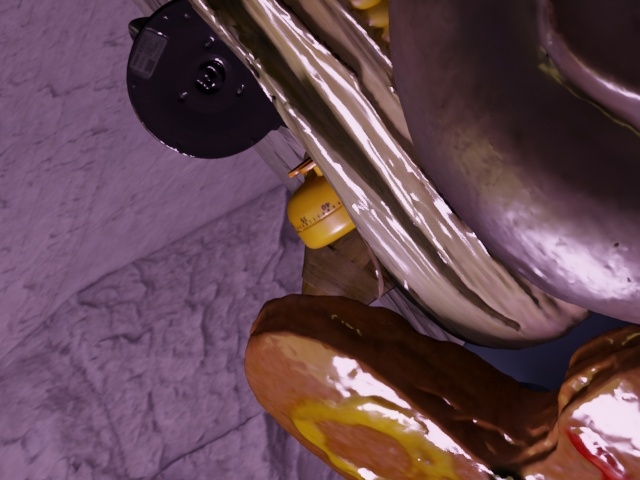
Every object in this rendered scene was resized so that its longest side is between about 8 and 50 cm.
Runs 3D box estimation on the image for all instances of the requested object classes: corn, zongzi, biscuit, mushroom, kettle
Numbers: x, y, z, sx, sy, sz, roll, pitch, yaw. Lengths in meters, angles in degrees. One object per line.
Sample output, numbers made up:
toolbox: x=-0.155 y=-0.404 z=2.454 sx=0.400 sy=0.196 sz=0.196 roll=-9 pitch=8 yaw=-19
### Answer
corn: x=0.032 y=-0.077 z=0.814 sx=0.305 sy=0.123 sz=0.122 roll=54 pitch=169 yaw=-28
zongzi: x=0.000 y=0.000 z=1.713 sx=0.160 sy=0.176 sz=0.078 roll=51 pitch=170 yaw=16
biscuit: x=0.112 y=0.102 z=0.844 sx=0.262 sy=0.052 sz=0.277 roll=39 pitch=149 yaw=-24
mushroom: x=0.094 y=-0.042 z=0.614 sx=0.188 sy=0.117 sz=0.141 roll=45 pitch=-173 yaw=16
kettle: x=-0.085 y=-0.156 z=1.735 sx=0.202 sy=0.144 sz=0.232 roll=20 pitch=-171 yaw=-9

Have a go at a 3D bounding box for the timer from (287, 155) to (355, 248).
timer: x=0.029 y=-0.030 z=1.598 sx=0.109 sy=0.107 sz=0.107 roll=55 pitch=177 yaw=-5

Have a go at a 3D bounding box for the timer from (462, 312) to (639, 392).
timer: x=0.149 y=0.113 z=1.014 sx=0.175 sy=0.175 sz=0.255 roll=51 pitch=178 yaw=-8
